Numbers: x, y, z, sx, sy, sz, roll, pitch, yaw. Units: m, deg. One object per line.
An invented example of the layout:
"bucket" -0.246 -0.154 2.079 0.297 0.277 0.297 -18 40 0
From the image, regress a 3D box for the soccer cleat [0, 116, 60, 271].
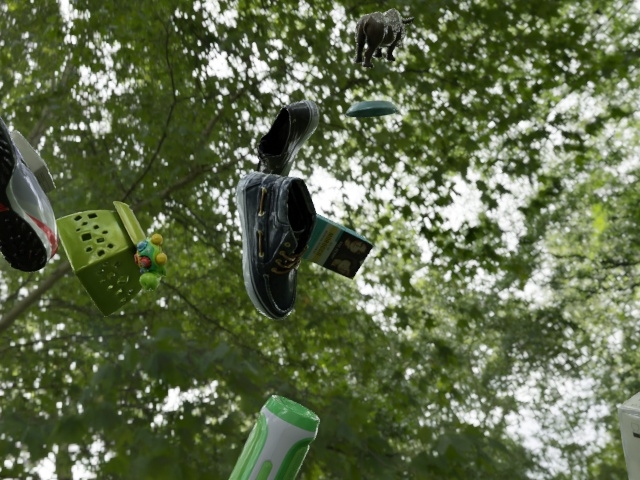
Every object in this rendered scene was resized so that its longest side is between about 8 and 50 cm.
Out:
"soccer cleat" -0.573 -0.101 1.092 0.108 0.116 0.319 -11 -66 3

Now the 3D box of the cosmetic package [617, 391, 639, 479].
"cosmetic package" 0.478 0.205 0.650 0.296 0.129 0.153 -19 -82 -31

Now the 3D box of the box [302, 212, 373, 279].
"box" 0.000 0.000 1.322 0.244 0.060 0.101 25 -80 -37

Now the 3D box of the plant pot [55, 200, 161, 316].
"plant pot" -0.590 0.038 1.679 0.207 0.227 0.228 -27 -36 -15

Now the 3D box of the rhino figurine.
"rhino figurine" 0.145 -0.452 1.295 0.243 0.073 0.106 -36 -41 -51

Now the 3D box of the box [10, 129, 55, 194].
"box" -0.799 -0.107 1.379 0.311 0.121 0.148 -39 -5 -24

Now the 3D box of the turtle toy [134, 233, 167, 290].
"turtle toy" -0.386 0.052 1.342 0.066 0.130 0.095 -10 -23 -21

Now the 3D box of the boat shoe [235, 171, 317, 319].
"boat shoe" -0.044 0.013 0.674 0.065 0.083 0.184 -26 -66 -41

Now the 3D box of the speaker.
"speaker" -0.113 0.464 1.156 0.131 0.131 0.297 31 -98 -40

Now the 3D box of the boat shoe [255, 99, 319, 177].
"boat shoe" -0.084 -0.178 1.124 0.076 0.080 0.228 -10 -23 -38

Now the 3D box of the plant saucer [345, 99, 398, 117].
"plant saucer" 0.113 -0.292 1.305 0.119 0.119 0.021 -5 -86 -17
